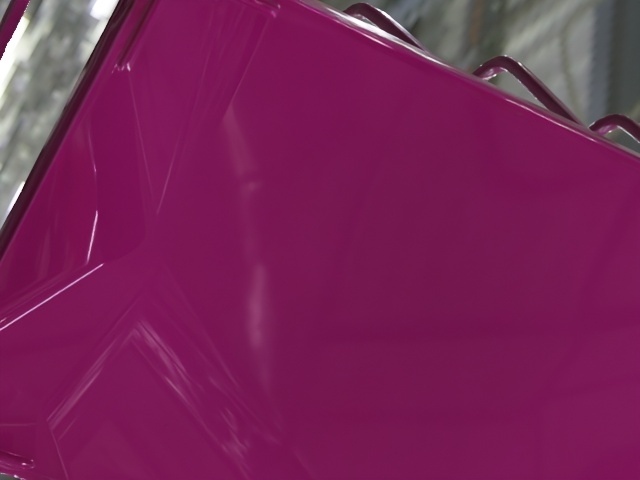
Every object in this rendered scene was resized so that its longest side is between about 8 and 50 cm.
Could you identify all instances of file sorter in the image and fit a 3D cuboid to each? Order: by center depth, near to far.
[{"bbox_3d":[0.000,0.000,0.770,0.202,0.290,0.182,-61,-154,15],"label":"file sorter"}]
